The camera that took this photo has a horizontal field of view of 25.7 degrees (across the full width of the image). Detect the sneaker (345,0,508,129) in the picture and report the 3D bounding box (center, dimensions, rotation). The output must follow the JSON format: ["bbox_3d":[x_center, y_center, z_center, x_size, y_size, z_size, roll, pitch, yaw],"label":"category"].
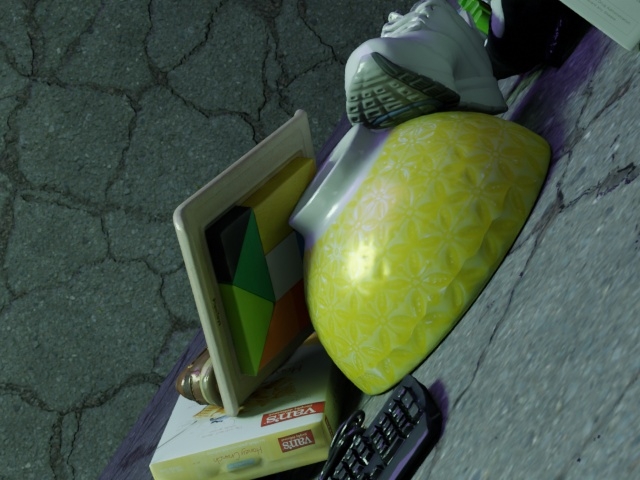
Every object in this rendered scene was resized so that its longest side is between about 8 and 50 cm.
[{"bbox_3d":[0.093,-0.177,1.382,0.111,0.129,0.297,-13,-3,22],"label":"sneaker"}]

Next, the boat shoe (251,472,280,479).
[{"bbox_3d":[-0.093,0.245,1.407,0.109,0.089,0.258,-56,6,-5],"label":"boat shoe"}]

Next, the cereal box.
[{"bbox_3d":[-0.064,0.168,1.392,0.173,0.047,0.240,-16,14,8],"label":"cereal box"}]

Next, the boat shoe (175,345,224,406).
[{"bbox_3d":[-0.080,0.107,1.407,0.060,0.064,0.178,-4,23,36],"label":"boat shoe"}]

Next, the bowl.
[{"bbox_3d":[0.065,-0.018,1.300,0.289,0.156,0.289,-54,7,10],"label":"bowl"}]

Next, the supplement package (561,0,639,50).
[{"bbox_3d":[0.292,-0.346,1.198,0.293,0.177,0.175,-51,7,28],"label":"supplement package"}]

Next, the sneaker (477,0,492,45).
[{"bbox_3d":[0.232,-0.285,1.832,0.228,0.086,0.132,-53,-6,15],"label":"sneaker"}]

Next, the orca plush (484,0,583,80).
[{"bbox_3d":[0.217,-0.222,1.482,0.287,0.151,0.102,-45,43,45],"label":"orca plush"}]

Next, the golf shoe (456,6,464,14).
[{"bbox_3d":[0.268,-0.370,2.083,0.086,0.069,0.176,-10,45,52],"label":"golf shoe"}]

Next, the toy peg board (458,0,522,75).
[{"bbox_3d":[0.238,-0.301,1.662,0.160,0.079,0.161,-56,16,17],"label":"toy peg board"}]

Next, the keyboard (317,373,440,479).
[{"bbox_3d":[-0.013,0.240,1.122,0.317,0.033,0.201,-54,6,4],"label":"keyboard"}]

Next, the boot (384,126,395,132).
[{"bbox_3d":[0.123,-0.100,1.679,0.263,0.091,0.229,-59,12,1],"label":"boot"}]

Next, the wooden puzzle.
[{"bbox_3d":[-0.045,0.019,1.346,0.044,0.221,0.238,5,33,30],"label":"wooden puzzle"}]
